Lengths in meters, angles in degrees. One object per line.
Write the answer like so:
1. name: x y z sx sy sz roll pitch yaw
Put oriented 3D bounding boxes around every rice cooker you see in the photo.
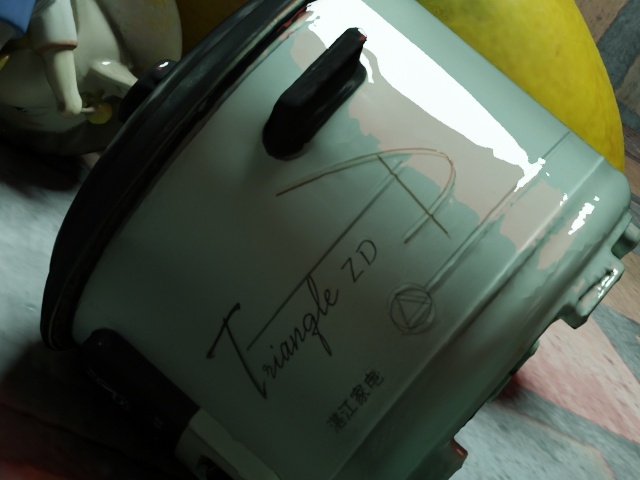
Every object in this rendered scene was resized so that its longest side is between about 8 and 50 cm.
1. rice cooker: 0.000 0.000 0.686 0.227 0.241 0.280 41 -19 6

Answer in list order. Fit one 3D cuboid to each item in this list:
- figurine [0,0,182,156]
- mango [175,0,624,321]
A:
1. figurine: -0.172 -0.119 0.851 0.161 0.158 0.275 51 14 16
2. mango: 0.033 -0.118 1.019 0.445 0.300 0.232 51 44 -4
